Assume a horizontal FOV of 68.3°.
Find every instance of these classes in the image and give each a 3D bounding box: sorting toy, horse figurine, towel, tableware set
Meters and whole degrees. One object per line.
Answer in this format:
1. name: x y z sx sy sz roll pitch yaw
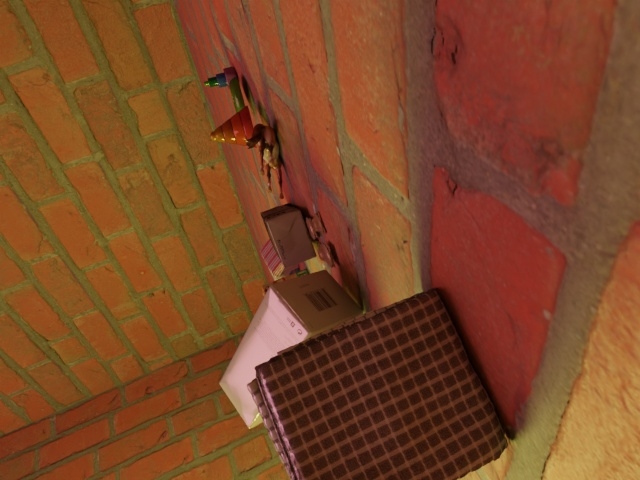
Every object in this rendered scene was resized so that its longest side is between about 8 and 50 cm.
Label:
1. sorting toy: -0.285 -0.396 1.407 0.127 0.126 0.365 83 168 -51
2. horse figurine: -0.142 -0.231 1.273 0.263 0.066 0.174 74 -173 -66
3. towel: -0.136 0.027 1.611 0.029 0.144 0.197 35 -171 -31
4. tableware set: 0.000 0.000 1.203 0.169 0.020 0.141 175 74 -80
5. towel: 0.073 0.218 0.616 0.234 0.284 0.121 66 167 7

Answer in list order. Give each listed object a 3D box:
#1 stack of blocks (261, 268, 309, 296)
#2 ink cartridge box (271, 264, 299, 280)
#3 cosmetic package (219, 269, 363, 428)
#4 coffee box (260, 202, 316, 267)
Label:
1. stack of blocks: -0.108 0.232 1.741 0.297 0.171 0.087 88 157 -61
2. ink cartridge box: -0.145 0.067 1.772 0.181 0.104 0.061 83 160 -50
3. cosmetic package: -0.079 0.265 1.148 0.155 0.197 0.365 47 124 25
4. coffee box: -0.098 -0.022 1.370 0.246 0.098 0.141 -139 30 -75
